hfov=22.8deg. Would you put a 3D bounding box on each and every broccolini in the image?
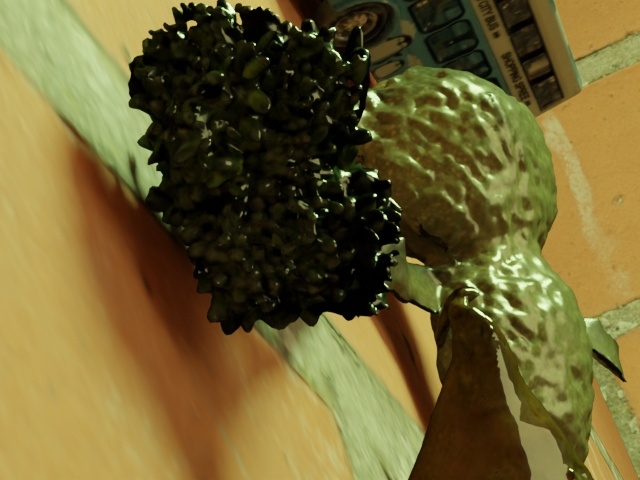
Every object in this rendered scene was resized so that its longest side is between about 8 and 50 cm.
[{"bbox_3d":[-0.013,0.000,0.425,0.201,0.058,0.074,96,-14,-77],"label":"broccolini"}]

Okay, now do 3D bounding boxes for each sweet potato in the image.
[{"bbox_3d":[0.059,0.142,0.337,0.075,0.075,0.269,-91,164,-69],"label":"sweet potato"}]

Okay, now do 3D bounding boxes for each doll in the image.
[{"bbox_3d":[0.086,0.056,0.668,0.203,0.091,0.286,-25,78,-48],"label":"doll"}]

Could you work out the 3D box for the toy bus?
[{"bbox_3d":[0.061,-0.152,0.920,0.106,0.131,0.297,69,9,26],"label":"toy bus"}]
